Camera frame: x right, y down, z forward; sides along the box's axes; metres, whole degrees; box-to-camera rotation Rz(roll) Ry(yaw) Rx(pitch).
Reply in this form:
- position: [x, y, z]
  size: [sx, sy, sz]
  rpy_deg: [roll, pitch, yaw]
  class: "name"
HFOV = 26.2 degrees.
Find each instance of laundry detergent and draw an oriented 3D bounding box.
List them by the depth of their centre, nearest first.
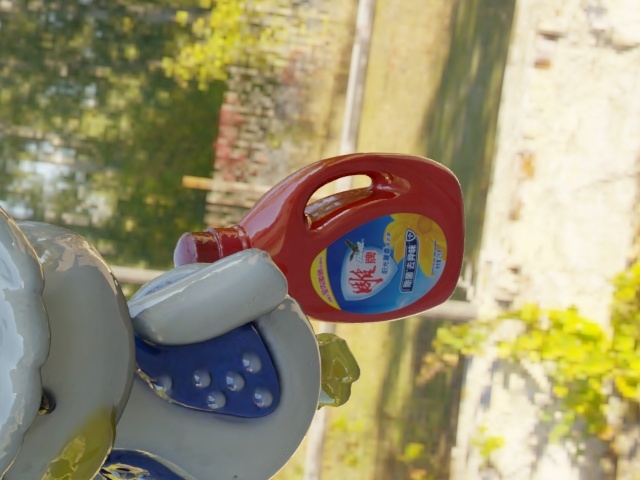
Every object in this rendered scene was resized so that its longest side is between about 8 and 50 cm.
- position: [0.000, 0.000, 0.753]
  size: [0.049, 0.165, 0.097]
  rpy_deg: [23, 112, 59]
  class: "laundry detergent"

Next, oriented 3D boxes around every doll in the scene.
- position: [-0.084, 0.051, 0.505]
  size: [0.138, 0.293, 0.119]
  rpy_deg: [-46, 61, 16]
  class: "doll"
